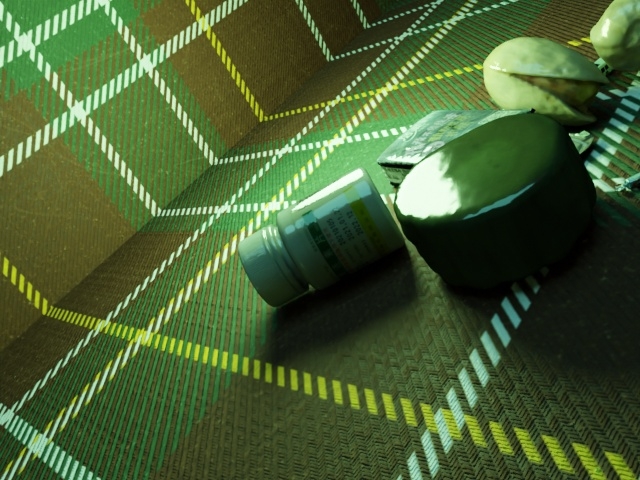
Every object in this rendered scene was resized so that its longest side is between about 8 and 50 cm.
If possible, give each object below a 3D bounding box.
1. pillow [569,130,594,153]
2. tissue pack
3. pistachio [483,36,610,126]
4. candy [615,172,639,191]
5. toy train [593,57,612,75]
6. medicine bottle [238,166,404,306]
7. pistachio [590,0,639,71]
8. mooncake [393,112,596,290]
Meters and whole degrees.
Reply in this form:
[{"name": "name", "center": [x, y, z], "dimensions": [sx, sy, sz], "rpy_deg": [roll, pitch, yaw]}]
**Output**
[{"name": "pillow", "center": [0.491, -0.164, 1.305], "dimensions": [0.232, 0.038, 0.131], "rpy_deg": [-46, 31, -21]}, {"name": "tissue pack", "center": [0.340, -0.232, 1.510], "dimensions": [0.259, 0.122, 0.361], "rpy_deg": [-40, 25, -18]}, {"name": "pistachio", "center": [0.523, -0.378, 1.421], "dimensions": [0.187, 0.187, 0.299], "rpy_deg": [-41, 48, -16]}, {"name": "candy", "center": [0.594, -0.114, 1.126], "dimensions": [0.083, 0.020, 0.030], "rpy_deg": [-29, 28, 6]}, {"name": "toy train", "center": [0.669, -0.400, 1.513], "dimensions": [0.207, 0.047, 0.043], "rpy_deg": [-40, 26, -18]}, {"name": "medicine bottle", "center": [0.000, 0.000, 1.369], "dimensions": [0.340, 0.208, 0.208], "rpy_deg": [-30, 26, 7]}, {"name": "pistachio", "center": [0.787, -0.522, 1.430], "dimensions": [0.318, 0.193, 0.214], "rpy_deg": [-33, 35, -26]}, {"name": "mooncake", "center": [0.330, -0.075, 1.146], "dimensions": [0.357, 0.194, 0.356], "rpy_deg": [-26, 28, 15]}]
